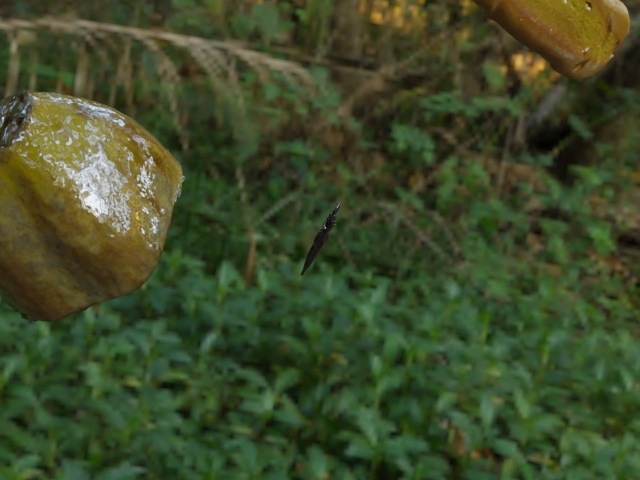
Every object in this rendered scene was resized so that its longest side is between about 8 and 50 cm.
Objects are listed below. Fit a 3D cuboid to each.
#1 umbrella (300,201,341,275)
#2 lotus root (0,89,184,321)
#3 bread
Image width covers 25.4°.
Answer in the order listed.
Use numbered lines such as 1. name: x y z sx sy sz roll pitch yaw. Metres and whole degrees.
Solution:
1. umbrella: 0.001 -0.002 1.406 0.013 0.122 0.022 32 52 3
2. lotus root: -0.252 -0.048 1.300 0.199 0.180 0.188 -20 44 25
3. bread: 0.226 -0.255 1.470 0.245 0.102 0.094 31 18 -39
